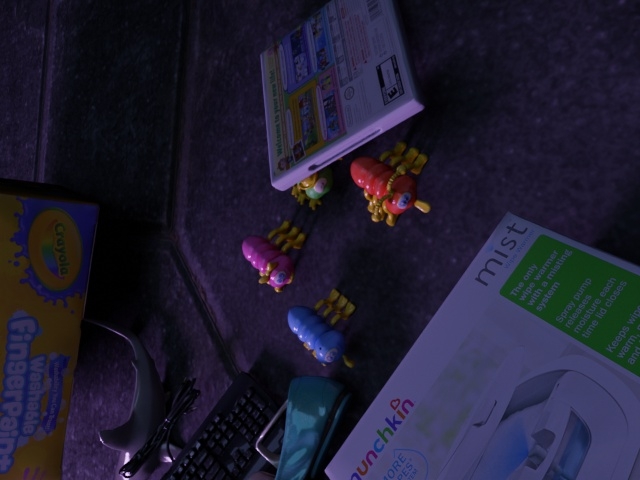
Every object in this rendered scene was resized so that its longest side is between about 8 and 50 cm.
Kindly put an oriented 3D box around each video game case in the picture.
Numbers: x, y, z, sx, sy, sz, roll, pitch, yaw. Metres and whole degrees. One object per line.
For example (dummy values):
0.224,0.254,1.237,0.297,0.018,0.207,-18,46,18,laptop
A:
0.013,-0.185,0.673,0.193,0.023,0.212,-27,55,30,video game case

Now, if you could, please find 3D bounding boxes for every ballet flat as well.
-0.039,0.268,0.686,0.087,0.083,0.247,19,94,18,ballet flat

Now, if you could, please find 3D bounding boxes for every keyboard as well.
-0.185,0.306,0.774,0.201,0.033,0.317,34,86,41,keyboard

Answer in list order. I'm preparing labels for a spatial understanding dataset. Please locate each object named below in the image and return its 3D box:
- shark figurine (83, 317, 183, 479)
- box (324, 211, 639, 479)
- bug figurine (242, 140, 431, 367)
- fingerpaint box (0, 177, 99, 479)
-0.288,0.251,0.889,0.166,0.116,0.278,-9,83,39,shark figurine
0.166,0.145,0.415,0.262,0.127,0.231,-55,34,3,box
0.000,0.000,0.683,0.216,0.072,0.279,35,109,37,bug figurine
-0.520,0.127,1.000,0.371,0.163,0.444,18,99,57,fingerpaint box
